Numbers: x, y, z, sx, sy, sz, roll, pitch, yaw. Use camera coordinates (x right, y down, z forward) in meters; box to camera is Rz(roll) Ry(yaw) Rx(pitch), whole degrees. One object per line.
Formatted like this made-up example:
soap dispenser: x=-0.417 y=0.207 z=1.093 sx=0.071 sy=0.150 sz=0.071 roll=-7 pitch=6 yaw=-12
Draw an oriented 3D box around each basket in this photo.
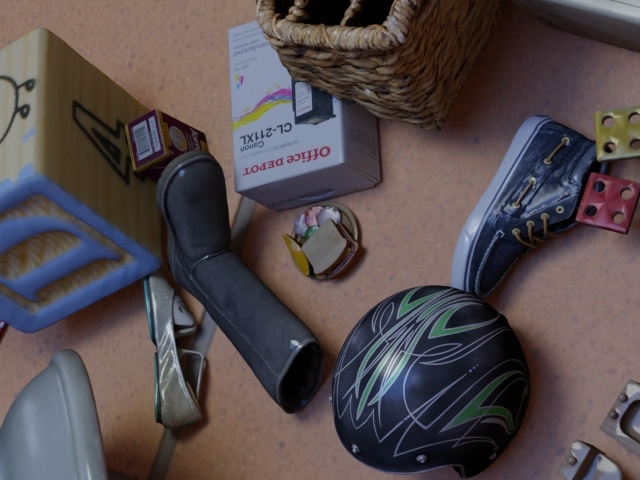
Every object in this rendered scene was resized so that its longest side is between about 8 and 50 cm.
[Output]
basket: x=0.061 y=-0.287 z=1.621 sx=0.213 sy=0.223 sz=0.299 roll=25 pitch=81 yaw=20

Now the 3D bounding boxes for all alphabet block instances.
alphabet block: x=-0.285 y=-0.056 z=1.822 sx=0.192 sy=0.193 sz=0.197 roll=-26 pitch=48 yaw=23

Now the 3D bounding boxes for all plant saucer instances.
plant saucer: x=-0.257 y=0.299 z=1.634 sx=0.400 sy=0.100 sz=0.400 roll=178 pitch=90 yaw=-75

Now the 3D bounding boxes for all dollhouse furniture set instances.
dollhouse furniture set: x=0.249 y=0.204 z=1.465 sx=0.144 sy=0.123 sz=0.151 roll=34 pitch=96 yaw=35

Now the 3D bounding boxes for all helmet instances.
helmet: x=0.092 y=0.121 z=1.568 sx=0.169 sy=0.161 sz=0.169 roll=-10 pitch=71 yaw=31

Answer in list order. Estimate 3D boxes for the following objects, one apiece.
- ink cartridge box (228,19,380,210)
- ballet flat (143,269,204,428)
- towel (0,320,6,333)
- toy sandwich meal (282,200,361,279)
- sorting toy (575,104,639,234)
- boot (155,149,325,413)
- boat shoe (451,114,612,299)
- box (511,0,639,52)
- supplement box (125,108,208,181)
ink cartridge box: x=-0.017 y=-0.131 z=1.766 sx=0.127 sy=0.072 sz=0.175 roll=-14 pitch=69 yaw=29
ballet flat: x=-0.143 y=0.104 z=1.804 sx=0.052 sy=0.057 sz=0.168 roll=-7 pitch=74 yaw=1
towel: x=-0.429 y=0.087 z=2.001 sx=0.199 sy=0.031 sz=0.275 roll=27 pitch=92 yaw=36
toy sandwich meal: x=0.000 y=0.000 z=1.744 sx=0.085 sy=0.029 sz=0.085 roll=-10 pitch=71 yaw=31
sorting toy: x=0.338 y=-0.046 z=1.501 sx=0.274 sy=0.046 sz=0.132 roll=18 pitch=79 yaw=25
boot: x=-0.074 y=0.039 z=1.713 sx=0.076 sy=0.189 sz=0.208 roll=-23 pitch=49 yaw=-16
boat shoe: x=0.185 y=-0.018 z=1.606 sx=0.083 sy=0.065 sz=0.183 roll=26 pitch=91 yaw=34
box: x=0.320 y=-0.227 z=1.543 sx=0.311 sy=0.121 sz=0.148 roll=23 pitch=89 yaw=35
supplement box: x=-0.152 y=-0.090 z=1.836 sx=0.043 sy=0.083 sz=0.055 roll=-26 pitch=64 yaw=24
